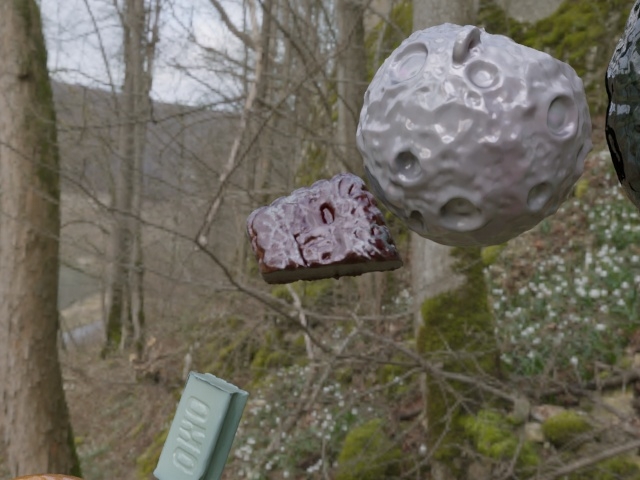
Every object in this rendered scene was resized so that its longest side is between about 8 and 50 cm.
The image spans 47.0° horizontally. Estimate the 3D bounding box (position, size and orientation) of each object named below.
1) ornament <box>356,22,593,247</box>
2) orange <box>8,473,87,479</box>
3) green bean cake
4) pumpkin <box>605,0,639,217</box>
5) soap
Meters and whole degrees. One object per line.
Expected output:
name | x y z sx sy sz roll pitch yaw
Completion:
ornament | 0.215 -0.147 1.078 0.336 0.337 0.337 4 -1 0
orange | -0.280 0.377 0.724 0.226 0.284 0.283 -6 5 -38
green bean cake | 0.000 0.000 1.246 0.232 0.199 0.097 -20 -29 1
pumpkin | 0.237 -0.067 0.339 0.152 0.212 0.211 -12 8 -33
soap | -0.212 0.343 1.302 0.114 0.199 0.063 15 -4 38
